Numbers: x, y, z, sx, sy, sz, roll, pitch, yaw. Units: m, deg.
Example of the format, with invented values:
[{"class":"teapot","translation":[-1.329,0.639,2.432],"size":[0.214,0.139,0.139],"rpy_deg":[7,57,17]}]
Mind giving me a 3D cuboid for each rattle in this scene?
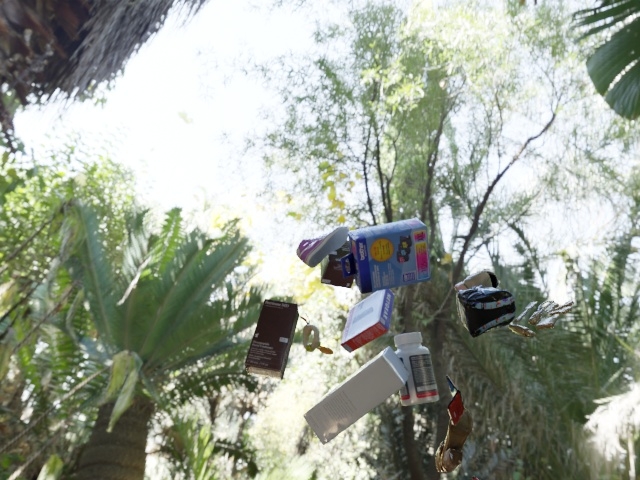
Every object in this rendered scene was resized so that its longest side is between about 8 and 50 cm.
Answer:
[{"class":"rattle","translation":[-0.017,0.452,2.286],"size":[0.142,0.200,0.130],"rpy_deg":[2,-57,-18]}]

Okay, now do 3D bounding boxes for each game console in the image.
[{"class":"game console","translation":[0.510,0.626,1.828],"size":[0.085,0.124,0.144],"rpy_deg":[17,-37,42]}]

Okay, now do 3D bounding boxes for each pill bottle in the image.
[{"class":"pill bottle","translation":[0.440,0.604,2.207],"size":[0.176,0.319,0.176],"rpy_deg":[-7,-19,-3]}]

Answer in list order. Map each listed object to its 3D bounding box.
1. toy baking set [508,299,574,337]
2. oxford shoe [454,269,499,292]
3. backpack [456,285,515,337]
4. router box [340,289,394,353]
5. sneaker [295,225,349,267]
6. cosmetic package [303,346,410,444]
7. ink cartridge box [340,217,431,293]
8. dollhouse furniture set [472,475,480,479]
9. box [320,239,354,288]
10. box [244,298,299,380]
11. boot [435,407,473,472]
[{"class":"toy baking set","translation":[0.717,0.253,1.531],"size":[0.030,0.196,0.256],"rpy_deg":[61,-7,1]},{"class":"oxford shoe","translation":[0.671,0.207,1.893],"size":[0.146,0.140,0.397],"rpy_deg":[-44,-26,14]},{"class":"backpack","translation":[0.571,0.230,1.608],"size":[0.173,0.117,0.158],"rpy_deg":[-17,-73,0]},{"class":"router box","translation":[0.275,0.452,2.691],"size":[0.082,0.335,0.301],"rpy_deg":[44,-59,-12]},{"class":"sneaker","translation":[-0.001,-0.001,2.301],"size":[0.161,0.282,0.102],"rpy_deg":[35,-25,46]},{"class":"cosmetic package","translation":[0.165,0.681,2.072],"size":[0.453,0.161,0.230],"rpy_deg":[-40,-13,11]},{"class":"ink cartridge box","translation":[0.283,0.076,2.122],"size":[0.395,0.151,0.270],"rpy_deg":[-11,-73,-4]},{"class":"dollhouse furniture set","translation":[0.507,1.007,1.552],"size":[0.152,0.201,0.374],"rpy_deg":[22,-54,31]},{"class":"box","translation":[0.098,0.116,2.464],"size":[0.168,0.203,0.167],"rpy_deg":[11,-53,-11]},{"class":"box","translation":[-0.243,0.507,2.422],"size":[0.191,0.381,0.143],"rpy_deg":[8,-38,7]},{"class":"boot","translation":[0.618,0.939,2.182],"size":[0.109,0.283,0.220],"rpy_deg":[15,-36,5]}]
